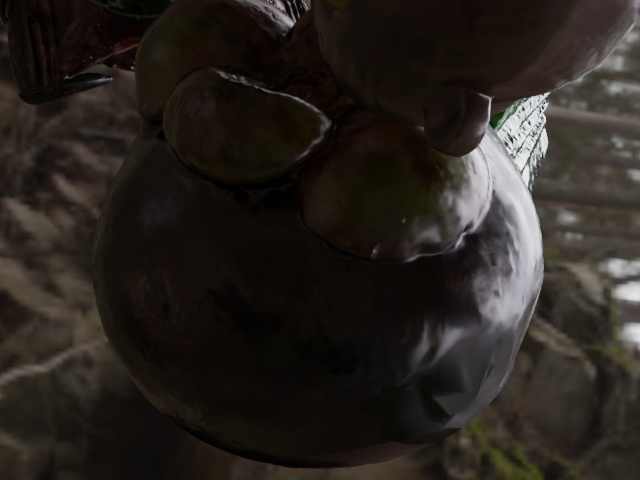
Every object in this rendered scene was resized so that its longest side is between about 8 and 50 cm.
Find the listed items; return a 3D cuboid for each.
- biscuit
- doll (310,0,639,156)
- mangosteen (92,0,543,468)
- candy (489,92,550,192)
[{"bbox_3d":[-0.094,-0.151,1.028,0.063,0.235,0.151,-39,-121,47],"label":"biscuit"},{"bbox_3d":[0.042,-0.119,0.525,0.145,0.096,0.188,-43,-132,39],"label":"doll"},{"bbox_3d":[0.000,0.000,0.725,0.210,0.210,0.209,-22,-115,60],"label":"mangosteen"},{"bbox_3d":[0.155,-0.223,1.422,0.172,0.263,0.397,-3,-70,28],"label":"candy"}]
